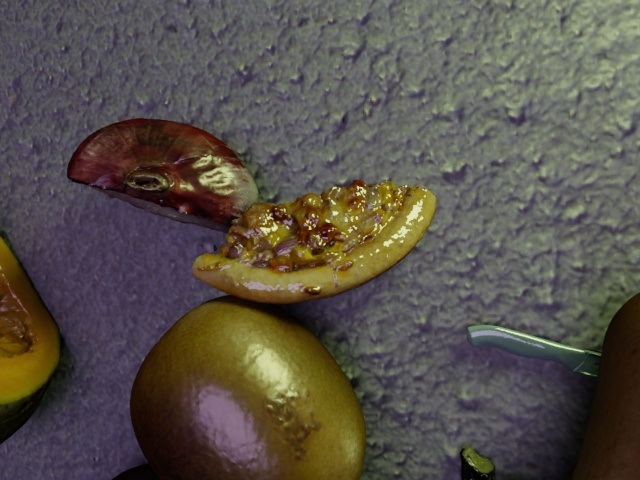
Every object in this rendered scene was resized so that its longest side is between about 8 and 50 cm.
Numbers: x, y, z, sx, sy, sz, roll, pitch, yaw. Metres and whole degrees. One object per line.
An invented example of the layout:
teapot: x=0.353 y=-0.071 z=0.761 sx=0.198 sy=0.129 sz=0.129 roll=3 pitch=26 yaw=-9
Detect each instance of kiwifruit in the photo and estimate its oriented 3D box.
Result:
kiwifruit: x=-0.062 y=0.170 z=0.444 sx=0.234 sy=0.196 sz=0.196 roll=46 pitch=101 yaw=11

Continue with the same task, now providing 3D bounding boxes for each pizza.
pizza: x=0.000 y=-0.003 z=0.444 sx=0.246 sy=0.058 sz=0.127 roll=-7 pitch=48 yaw=-3

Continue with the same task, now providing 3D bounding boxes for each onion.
onion: x=-0.160 y=-0.078 z=0.489 sx=0.206 sy=0.151 sz=0.098 roll=18 pitch=81 yaw=-3

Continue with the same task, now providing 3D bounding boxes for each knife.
knife: x=0.250 y=0.117 z=0.454 sx=0.210 sy=0.015 sz=0.028 roll=13 pitch=90 yaw=12

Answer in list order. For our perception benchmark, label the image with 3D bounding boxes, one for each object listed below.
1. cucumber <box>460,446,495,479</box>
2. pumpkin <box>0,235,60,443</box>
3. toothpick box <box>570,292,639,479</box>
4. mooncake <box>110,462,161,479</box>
cucumber: x=0.163 y=0.281 z=0.472 sx=0.034 sy=0.033 sz=0.134 roll=-2 pitch=92 yaw=52
pumpkin: x=-0.450 y=0.098 z=0.520 sx=0.139 sy=0.222 sz=0.317 roll=-31 pitch=85 yaw=12
toothpick box: x=0.264 y=0.198 z=0.361 sx=0.192 sy=0.192 sz=0.294 roll=21 pitch=97 yaw=12
mooncake: x=-0.158 y=0.423 z=0.480 sx=0.326 sy=0.174 sz=0.334 roll=40 pitch=99 yaw=4
